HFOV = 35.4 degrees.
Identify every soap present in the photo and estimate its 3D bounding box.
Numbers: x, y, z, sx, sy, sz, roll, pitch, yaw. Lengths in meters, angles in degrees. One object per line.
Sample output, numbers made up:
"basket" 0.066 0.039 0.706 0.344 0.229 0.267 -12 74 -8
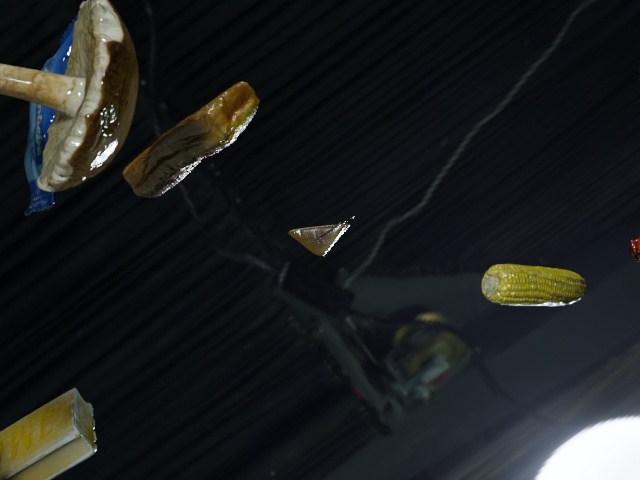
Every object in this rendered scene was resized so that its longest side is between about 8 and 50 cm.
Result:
"soap" -0.619 0.451 2.152 0.089 0.274 0.173 57 2 -32

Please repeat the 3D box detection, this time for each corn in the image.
"corn" 0.351 0.074 1.635 0.203 0.072 0.072 4 32 -31

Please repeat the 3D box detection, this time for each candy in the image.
"candy" -0.443 -0.208 1.671 0.077 0.331 0.187 9 -11 -27

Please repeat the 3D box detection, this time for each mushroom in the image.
"mushroom" -0.353 -0.156 1.157 0.233 0.302 0.207 -108 -175 -61

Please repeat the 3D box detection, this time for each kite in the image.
"kite" 0.016 -0.014 1.061 0.002 0.078 0.044 55 35 -3

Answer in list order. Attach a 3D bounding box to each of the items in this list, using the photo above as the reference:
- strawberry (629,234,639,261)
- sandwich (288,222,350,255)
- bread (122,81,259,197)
"strawberry" 0.435 0.007 1.173 0.048 0.152 0.103 85 -2 -55
"sandwich" 0.000 0.000 1.390 0.031 0.083 0.044 -37 122 -75
"bread" -0.206 -0.160 1.616 0.077 0.271 0.139 50 43 -11
